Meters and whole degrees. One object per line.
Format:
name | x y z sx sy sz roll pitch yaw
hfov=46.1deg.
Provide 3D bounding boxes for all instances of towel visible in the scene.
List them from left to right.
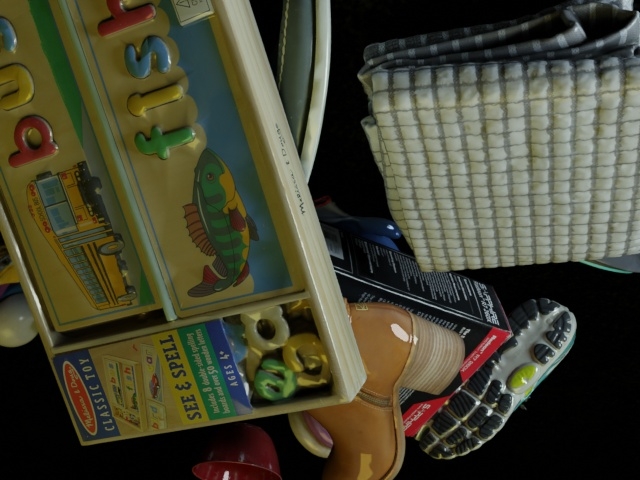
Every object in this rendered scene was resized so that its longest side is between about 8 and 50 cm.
towel | 0.174 -0.086 0.687 0.235 0.121 0.283 -4 147 17

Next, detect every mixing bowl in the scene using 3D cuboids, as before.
mixing bowl | -0.163 0.432 1.531 0.182 0.098 0.181 4 147 2

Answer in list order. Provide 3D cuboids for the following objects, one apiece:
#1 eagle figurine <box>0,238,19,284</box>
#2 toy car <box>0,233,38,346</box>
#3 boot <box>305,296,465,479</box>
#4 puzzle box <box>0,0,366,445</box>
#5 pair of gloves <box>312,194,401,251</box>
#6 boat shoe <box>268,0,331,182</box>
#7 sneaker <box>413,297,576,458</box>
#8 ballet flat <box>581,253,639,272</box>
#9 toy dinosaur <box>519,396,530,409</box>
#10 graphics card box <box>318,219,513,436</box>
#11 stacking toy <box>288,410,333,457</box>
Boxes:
eagle figurine | -0.284 -0.017 0.804 0.298 0.226 0.225 24 -170 26
toy car | -0.450 0.054 0.981 0.159 0.136 0.182 22 -179 27
boot | 0.005 0.181 0.849 0.220 0.109 0.283 18 123 -22
puzzle box | -0.149 -0.039 0.622 0.272 0.052 0.408 -15 99 22
pair of gloves | 0.000 0.000 0.927 0.198 0.023 0.159 -18 141 33
boat shoe | -0.055 -0.078 0.667 0.099 0.116 0.319 11 122 -4
sneaker | 0.247 0.200 1.028 0.275 0.107 0.110 -42 146 3
ballet flat | 0.367 0.007 0.845 0.203 0.074 0.074 18 145 -6
toy dinosaur | 0.263 0.259 1.239 0.118 0.064 0.268 34 140 -19
graphics card box | 0.013 0.105 0.921 0.371 0.094 0.232 19 126 -22
stacking toy | 0.099 0.225 1.159 0.141 0.141 0.330 28 136 -29
